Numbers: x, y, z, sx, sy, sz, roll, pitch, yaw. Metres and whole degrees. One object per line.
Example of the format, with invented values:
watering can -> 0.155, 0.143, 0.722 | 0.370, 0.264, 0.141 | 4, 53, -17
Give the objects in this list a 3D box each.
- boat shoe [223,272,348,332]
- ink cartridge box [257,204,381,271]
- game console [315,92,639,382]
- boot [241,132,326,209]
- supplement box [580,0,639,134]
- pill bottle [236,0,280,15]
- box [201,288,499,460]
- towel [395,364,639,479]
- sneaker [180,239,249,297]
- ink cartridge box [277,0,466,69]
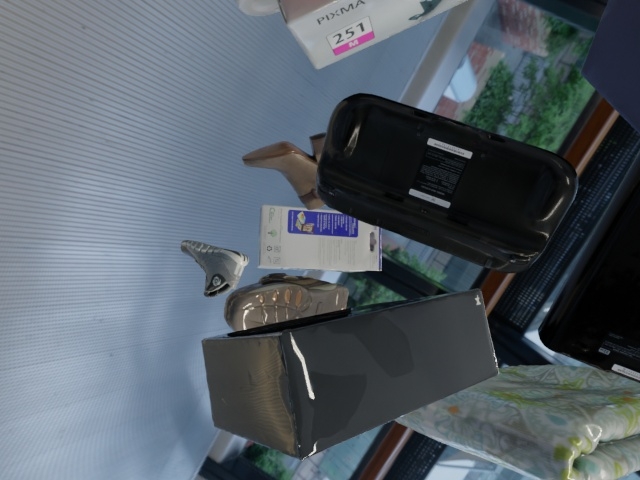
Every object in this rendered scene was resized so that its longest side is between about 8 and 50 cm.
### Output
boat shoe -> -0.078, 0.137, 0.892 | 0.355, 0.130, 0.133 | 12, 94, -56
ink cartridge box -> 0.000, 0.000, 1.153 | 0.065, 0.332, 0.166 | 142, -48, -74
game console -> 0.171, -0.030, 0.330 | 0.044, 0.361, 0.213 | -46, 156, -65
boot -> -0.024, -0.075, 0.508 | 0.042, 0.118, 0.087 | -94, 170, -55
supplement box -> 0.534, -0.243, 0.462 | 0.195, 0.356, 0.194 | 84, 1, -47
pill bottle -> -0.116, -0.529, 0.759 | 0.119, 0.119, 0.209 | -23, 101, -50
box -> 0.032, 0.126, 0.463 | 0.261, 0.103, 0.184 | -5, 168, -35
towel -> 0.328, 0.249, 0.648 | 0.374, 0.320, 0.090 | 3, 80, -28
sneaker -> -0.301, 0.078, 1.125 | 0.086, 0.228, 0.132 | 28, 75, -56
ink cartridge box -> 0.080, -0.294, 0.422 | 0.274, 0.060, 0.239 | -20, 176, 14
